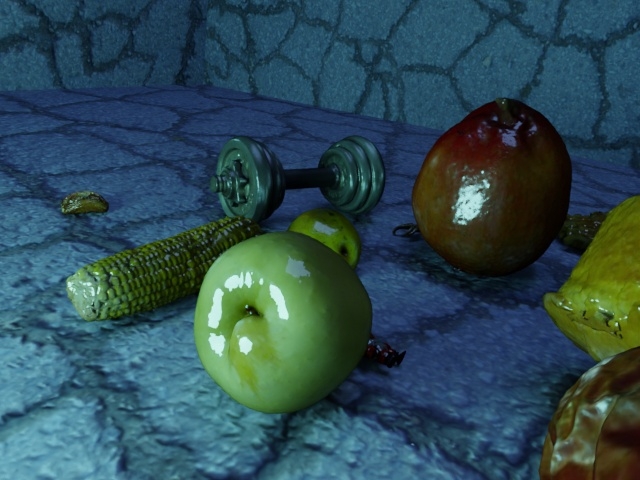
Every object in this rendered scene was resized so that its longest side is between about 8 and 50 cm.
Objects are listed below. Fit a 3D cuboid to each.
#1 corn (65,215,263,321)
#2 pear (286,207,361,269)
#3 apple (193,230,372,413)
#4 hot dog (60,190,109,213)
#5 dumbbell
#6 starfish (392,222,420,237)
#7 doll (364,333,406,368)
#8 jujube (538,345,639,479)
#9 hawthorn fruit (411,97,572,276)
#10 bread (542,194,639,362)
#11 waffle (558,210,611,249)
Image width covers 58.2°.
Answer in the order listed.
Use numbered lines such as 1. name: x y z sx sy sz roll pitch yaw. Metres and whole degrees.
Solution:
1. corn: -0.193 0.033 0.806 0.097 0.097 0.320 21 26 32
2. pear: 0.000 0.000 0.960 0.141 0.104 0.141 4 17 -1
3. apple: -0.037 0.081 0.602 0.200 0.200 0.200 7 20 -3
4. hot dog: -0.440 -0.070 1.077 0.083 0.035 0.058 -5 27 -32
5. dumbbell: -0.036 -0.127 1.176 0.406 0.179 0.179 -9 26 -36
6. starfish: 0.197 -0.022 1.194 0.078 0.028 0.091 17 17 30
7. doll: 0.026 0.112 0.734 0.169 0.057 0.109 34 15 24
8. jujube: 0.228 0.209 0.350 0.216 0.216 0.342 16 30 21
9. hawthorn fruit: 0.310 -0.092 1.037 0.295 0.311 0.295 15 9 -2
10. bread: 0.441 0.090 0.597 0.358 0.204 0.337 25 2 -14
11. waffle: 0.666 -0.009 1.291 0.282 0.058 0.301 25 25 36
